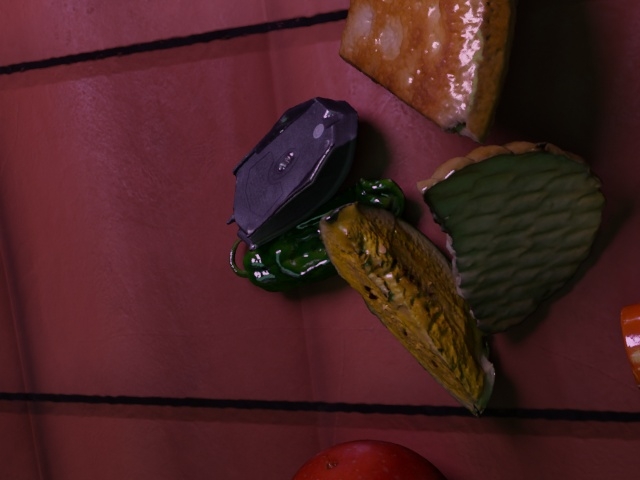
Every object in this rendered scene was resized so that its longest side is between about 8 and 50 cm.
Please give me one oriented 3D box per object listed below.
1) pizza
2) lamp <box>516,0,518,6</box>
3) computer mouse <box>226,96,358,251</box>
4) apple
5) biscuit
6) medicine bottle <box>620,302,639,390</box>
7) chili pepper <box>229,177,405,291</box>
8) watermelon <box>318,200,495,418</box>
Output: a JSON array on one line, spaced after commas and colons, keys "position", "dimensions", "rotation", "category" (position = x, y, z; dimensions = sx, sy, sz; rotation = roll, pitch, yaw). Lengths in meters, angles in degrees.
[{"position": [0.132, -0.262, 0.884], "dimensions": [0.268, 0.087, 0.257], "rotation": [52, 133, 50], "category": "pizza"}, {"position": [0.207, -0.316, 0.920], "dimensions": [0.091, 0.091, 0.163], "rotation": [22, 126, 17], "category": "lamp"}, {"position": [-0.030, -0.077, 1.061], "dimensions": [0.231, 0.071, 0.126], "rotation": [-43, 45, 27], "category": "computer mouse"}, {"position": [0.054, 0.369, 1.037], "dimensions": [0.217, 0.260, 0.260], "rotation": [-15, 96, 46], "category": "apple"}, {"position": [0.215, -0.013, 0.927], "dimensions": [0.187, 0.036, 0.273], "rotation": [-24, 135, 2], "category": "biscuit"}, {"position": [0.453, 0.082, 0.855], "dimensions": [0.289, 0.157, 0.156], "rotation": [-15, 95, 25], "category": "medicine bottle"}, {"position": [-0.003, -0.002, 1.081], "dimensions": [0.257, 0.074, 0.100], "rotation": [-30, 98, 20], "category": "chili pepper"}, {"position": [0.101, 0.071, 1.012], "dimensions": [0.123, 0.129, 0.301], "rotation": [-34, 103, 19], "category": "watermelon"}]
